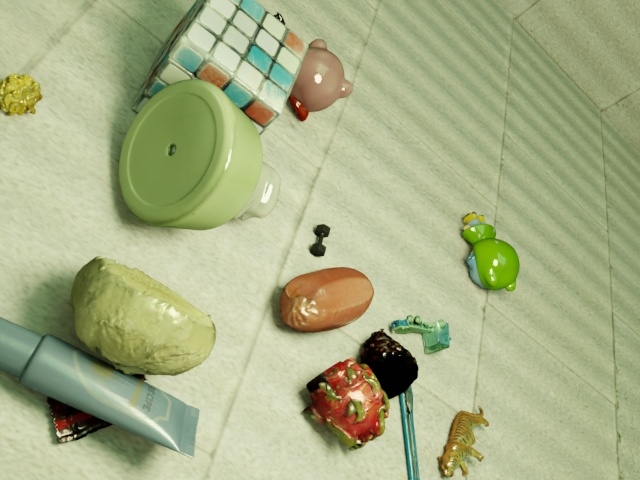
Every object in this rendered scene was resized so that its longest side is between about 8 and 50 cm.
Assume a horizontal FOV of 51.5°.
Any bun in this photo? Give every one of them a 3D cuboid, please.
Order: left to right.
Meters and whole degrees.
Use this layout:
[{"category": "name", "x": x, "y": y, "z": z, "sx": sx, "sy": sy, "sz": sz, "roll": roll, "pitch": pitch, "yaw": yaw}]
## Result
[{"category": "bun", "x": -0.311, "y": 0.139, "z": 1.113, "sx": 0.259, "sy": 0.259, "sz": 0.152, "roll": 32, "pitch": 87, "yaw": -26}]

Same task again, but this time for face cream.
[{"category": "face cream", "x": -0.370, "y": 0.234, "z": 1.074, "sx": 0.385, "sy": 0.086, "sz": 0.136, "roll": 30, "pitch": 14, "yaw": -16}]

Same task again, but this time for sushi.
[{"category": "sushi", "x": -0.131, "y": -0.562, "z": 1.769, "sx": 0.056, "sy": 0.084, "sz": 0.083, "roll": 45, "pitch": 43, "yaw": -15}]

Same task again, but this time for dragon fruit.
[{"category": "dragon fruit", "x": 0.058, "y": 0.347, "z": 1.386, "sx": 0.172, "sy": 0.166, "sz": 0.160, "roll": 56, "pitch": 3, "yaw": 13}]

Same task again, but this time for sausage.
[{"category": "sausage", "x": 0.013, "y": 0.131, "z": 1.477, "sx": 0.254, "sy": 0.148, "sz": 0.148, "roll": -5, "pitch": 71, "yaw": -40}]

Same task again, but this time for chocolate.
[{"category": "chocolate", "x": -0.365, "y": 0.279, "z": 1.123, "sx": 0.182, "sy": 0.028, "sz": 0.086, "roll": -7, "pitch": 69, "yaw": -42}, {"category": "chocolate", "x": 0.140, "y": 0.275, "z": 1.537, "sx": 0.156, "sy": 0.156, "sz": 0.133, "roll": 24, "pitch": 24, "yaw": -31}]

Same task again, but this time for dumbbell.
[{"category": "dumbbell", "x": 0.000, "y": 0.000, "z": 1.606, "sx": 0.036, "sy": 0.040, "sz": 0.083, "roll": 61, "pitch": 32, "yaw": -45}]

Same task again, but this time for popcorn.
[{"category": "popcorn", "x": -0.557, "y": -0.266, "z": 1.223, "sx": 0.057, "sy": 0.083, "sz": 0.082, "roll": 28, "pitch": 8, "yaw": 9}]

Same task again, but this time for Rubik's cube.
[{"category": "Rubik's cube", "x": -0.218, "y": -0.365, "z": 1.456, "sx": 0.256, "sy": 0.253, "sz": 0.259, "roll": 33, "pitch": 47, "yaw": -24}]

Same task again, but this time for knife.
[{"category": "knife", "x": 0.211, "y": 0.434, "z": 1.563, "sx": 0.044, "sy": 0.026, "sz": 0.297, "roll": 26, "pitch": 50, "yaw": -45}]

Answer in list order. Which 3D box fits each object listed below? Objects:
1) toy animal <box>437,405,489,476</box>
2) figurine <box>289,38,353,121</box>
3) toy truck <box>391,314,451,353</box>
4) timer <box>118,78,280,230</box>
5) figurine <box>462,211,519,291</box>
[{"category": "toy animal", "x": 0.359, "y": 0.494, "z": 1.641, "sx": 0.099, "sy": 0.056, "sz": 0.241, "roll": 45, "pitch": 45, "yaw": -13}, {"category": "figurine", "x": -0.019, "y": -0.423, "z": 1.732, "sx": 0.173, "sy": 0.173, "sz": 0.173, "roll": 21, "pitch": 54, "yaw": -33}, {"category": "toy truck", "x": 0.255, "y": 0.239, "z": 1.682, "sx": 0.175, "sy": 0.067, "sz": 0.081, "roll": 14, "pitch": 60, "yaw": -37}, {"category": "timer", "x": -0.202, "y": -0.133, "z": 1.366, "sx": 0.315, "sy": 0.290, "sz": 0.291, "roll": 26, "pitch": 49, "yaw": -55}, {"category": "figurine", "x": 0.499, "y": 0.033, "z": 1.978, "sx": 0.162, "sy": 0.143, "sz": 0.264, "roll": 21, "pitch": 44, "yaw": -40}]
